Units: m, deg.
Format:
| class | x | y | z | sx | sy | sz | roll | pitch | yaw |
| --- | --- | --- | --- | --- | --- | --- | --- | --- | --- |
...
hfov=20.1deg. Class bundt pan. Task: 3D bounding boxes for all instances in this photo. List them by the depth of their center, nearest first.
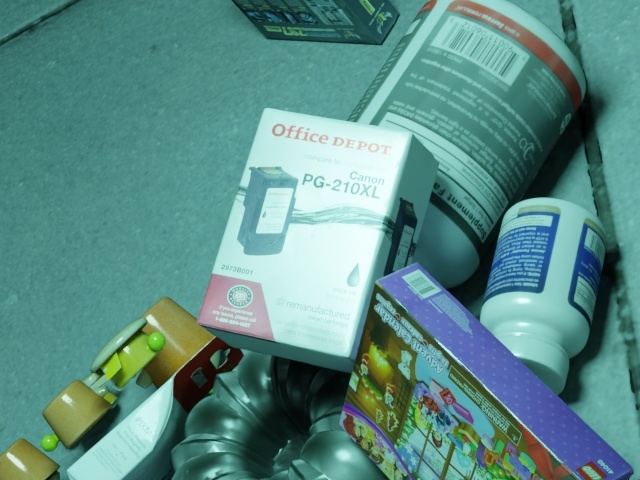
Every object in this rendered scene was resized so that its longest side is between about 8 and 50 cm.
| class | x | y | z | sx | sy | sz | roll | pitch | yaw |
| --- | --- | --- | --- | --- | --- | --- | --- | --- | --- |
| bundt pan | -0.028 | 0.227 | 1.896 | 0.331 | 0.124 | 0.331 | -24 | 42 | 23 |

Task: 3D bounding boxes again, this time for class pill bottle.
| class | x | y | z | sx | sy | sz | roll | pitch | yaw |
| --- | --- | --- | --- | --- | --- | --- | --- | --- | --- |
| pill bottle | 0.222 | 0.061 | 1.829 | 0.112 | 0.112 | 0.187 | -10 | 49 | 36 |
| pill bottle | 0.117 | -0.078 | 1.974 | 0.210 | 0.210 | 0.363 | 17 | 68 | 49 |

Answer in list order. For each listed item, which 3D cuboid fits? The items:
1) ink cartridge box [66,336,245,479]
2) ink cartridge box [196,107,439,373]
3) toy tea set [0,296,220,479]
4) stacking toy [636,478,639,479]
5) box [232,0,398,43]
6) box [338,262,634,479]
| class | x | y | z | sx | sy | sz | roll | pitch | yaw |
| --- | --- | --- | --- | --- | --- | --- | --- | --- | --- |
| ink cartridge box | -0.165 | 0.209 | 2.001 | 0.232 | 0.189 | 0.066 | -38 | 76 | -6 |
| ink cartridge box | 0.000 | 0.000 | 1.806 | 0.172 | 0.100 | 0.237 | 11 | 77 | 24 |
| toy tea set | -0.242 | 0.208 | 2.123 | 0.336 | 0.124 | 0.200 | -45 | -1 | 29 |
| stacking toy | 0.390 | 0.177 | 1.556 | 0.330 | 0.141 | 0.141 | -36 | 38 | 16 |
| box | -0.035 | -0.338 | 2.374 | 0.232 | 0.183 | 0.059 | 10 | 62 | 48 |
| box | 0.141 | 0.188 | 1.650 | 0.057 | 0.201 | 0.293 | -22 | 52 | -33 |
